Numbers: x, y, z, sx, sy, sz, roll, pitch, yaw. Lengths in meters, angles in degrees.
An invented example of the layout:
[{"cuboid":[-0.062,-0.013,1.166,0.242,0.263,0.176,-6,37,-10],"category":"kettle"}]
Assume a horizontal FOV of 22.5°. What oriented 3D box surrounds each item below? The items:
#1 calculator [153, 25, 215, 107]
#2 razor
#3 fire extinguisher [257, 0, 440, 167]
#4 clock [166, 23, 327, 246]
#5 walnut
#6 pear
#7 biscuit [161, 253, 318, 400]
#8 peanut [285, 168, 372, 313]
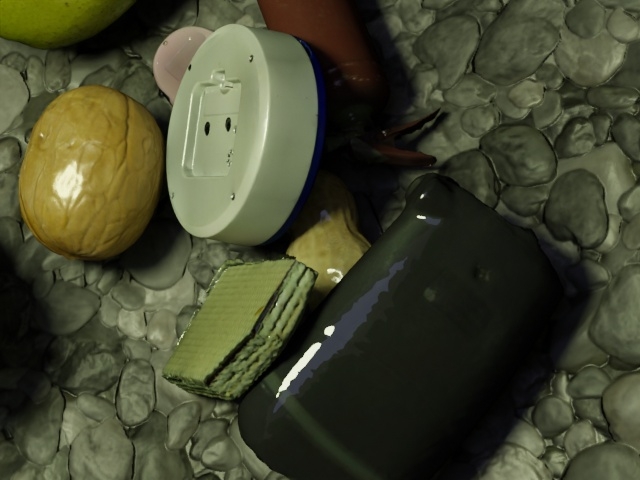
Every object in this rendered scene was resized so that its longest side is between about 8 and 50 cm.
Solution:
[{"cuboid":[-0.126,-0.182,1.843,0.166,0.024,0.103,41,90,25],"category":"calculator"},{"cuboid":[0.082,0.111,1.595,0.204,0.113,0.349,38,89,-11],"category":"razor"},{"cuboid":[0.025,-0.213,1.761,0.147,0.106,0.337,-17,67,-10],"category":"fire extinguisher"},{"cuboid":[-0.083,-0.112,1.696,0.230,0.083,0.230,-24,60,53],"category":"clock"},{"cuboid":[-0.251,-0.073,1.782,0.165,0.165,0.197,8,69,23],"category":"walnut"},{"cuboid":[-0.322,-0.358,1.840,0.294,0.294,0.294,-6,72,19],"category":"pear"},{"cuboid":[-0.082,0.090,1.638,0.052,0.252,0.150,31,77,-15],"category":"biscuit"},{"cuboid":[0.001,0.000,1.704,0.104,0.085,0.228,-37,62,29],"category":"peanut"}]
